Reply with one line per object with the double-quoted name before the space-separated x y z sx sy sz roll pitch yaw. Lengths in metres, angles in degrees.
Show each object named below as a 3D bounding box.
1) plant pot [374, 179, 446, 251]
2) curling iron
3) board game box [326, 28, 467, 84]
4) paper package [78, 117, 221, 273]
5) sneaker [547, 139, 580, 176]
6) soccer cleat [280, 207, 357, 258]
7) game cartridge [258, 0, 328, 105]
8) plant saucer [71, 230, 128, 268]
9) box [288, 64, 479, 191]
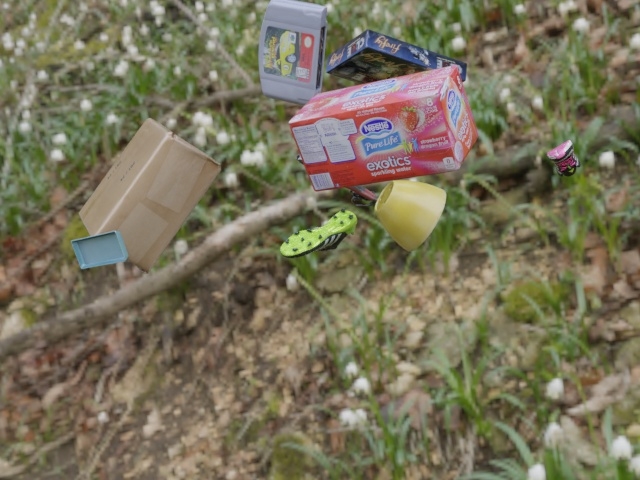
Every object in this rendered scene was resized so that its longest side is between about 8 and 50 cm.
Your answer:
"plant pot" 0.159 -0.060 1.780 0.095 0.134 0.134 29 -6 -13
"curling iron" 0.039 -0.137 2.215 0.068 0.035 0.274 -14 -27 38
"board game box" 0.157 -0.357 1.964 0.243 0.042 0.165 13 -15 -26
"paper package" -0.432 -0.122 2.374 0.168 0.325 0.309 35 1 -25
"sneaker" 0.576 -0.187 2.222 0.063 0.075 0.170 -31 -4 13
"soccer cleat" 0.000 0.000 1.924 0.179 0.072 0.060 -27 51 -20
"game cartridge" -0.084 -0.541 2.732 0.196 0.294 0.060 17 26 25
"plant saucer" -0.464 0.019 1.995 0.018 0.067 0.192 -26 11 -40
"box" 0.099 -0.172 1.472 0.256 0.128 0.123 -7 28 30
